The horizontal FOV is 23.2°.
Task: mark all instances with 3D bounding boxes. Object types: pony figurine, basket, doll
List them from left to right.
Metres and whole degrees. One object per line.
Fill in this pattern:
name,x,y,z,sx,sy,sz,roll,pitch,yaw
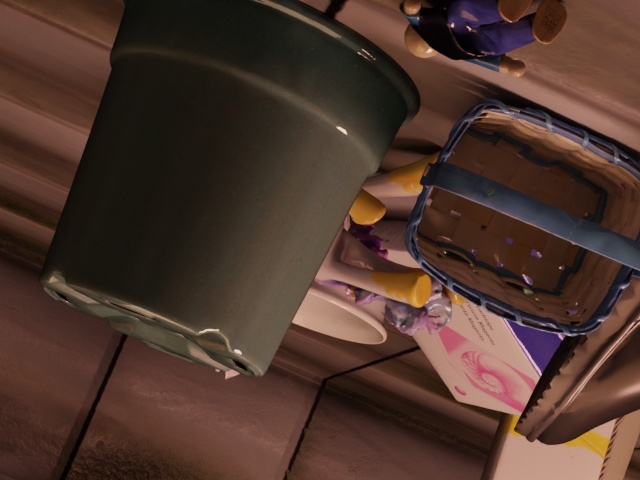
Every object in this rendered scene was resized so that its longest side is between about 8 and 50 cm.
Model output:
pony figurine,0.000,0.000,1.928,0.363,0.303,0.351,15,137,33
doll,0.131,-0.180,1.343,0.129,0.046,0.189,29,166,-25
basket,0.215,-0.017,1.521,0.255,0.201,0.289,24,177,-5

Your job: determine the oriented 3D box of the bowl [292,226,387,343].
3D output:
bowl,-0.018,0.038,2.321,0.298,0.134,0.298,21,167,5

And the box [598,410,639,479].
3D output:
box,0.446,0.380,2.630,0.113,0.275,0.094,8,160,45

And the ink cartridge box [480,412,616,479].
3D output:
ink cartridge box,0.344,0.346,2.422,0.160,0.384,0.279,18,167,6

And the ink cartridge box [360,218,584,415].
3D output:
ink cartridge box,0.234,0.115,2.111,0.330,0.071,0.324,7,138,54

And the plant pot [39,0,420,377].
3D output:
plant pot,-0.112,-0.054,1.632,0.341,0.334,0.341,21,168,4

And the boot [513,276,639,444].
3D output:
boot,0.470,0.209,1.669,0.445,0.146,0.367,33,135,3

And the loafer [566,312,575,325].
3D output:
loafer,0.343,0.126,2.184,0.319,0.112,0.111,11,131,50
